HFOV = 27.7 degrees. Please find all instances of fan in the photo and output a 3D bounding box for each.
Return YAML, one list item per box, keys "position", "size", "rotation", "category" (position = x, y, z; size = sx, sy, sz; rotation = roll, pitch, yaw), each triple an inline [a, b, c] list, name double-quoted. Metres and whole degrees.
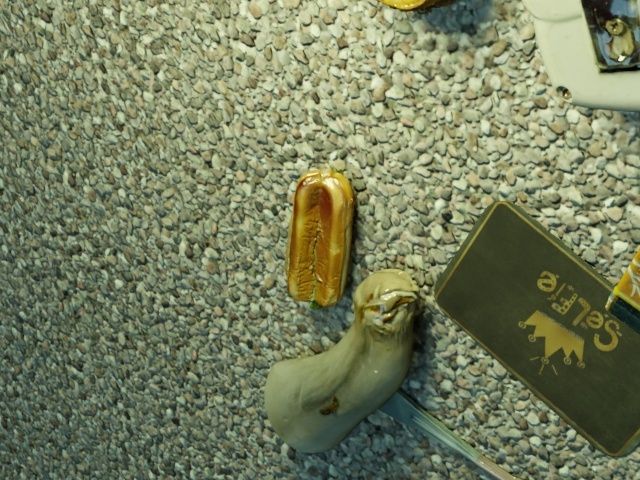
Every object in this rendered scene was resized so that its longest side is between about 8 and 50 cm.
- position: [0.203, 0.310, 2.035]
  size: [0.282, 0.023, 0.057]
  rotation: [30, 120, 23]
  category: "fan"

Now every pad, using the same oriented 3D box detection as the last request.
- position: [0.335, 0.116, 1.799]
  size: [0.375, 0.063, 0.315]
  rotation: [41, 131, 14]
  category: "pad"

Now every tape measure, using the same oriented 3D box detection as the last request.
- position: [0.372, -0.279, 1.506]
  size: [0.258, 0.130, 0.265]
  rotation: [-6, 112, 35]
  category: "tape measure"

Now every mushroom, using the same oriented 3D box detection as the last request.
- position: [0.046, 0.193, 2.033]
  size: [0.397, 0.126, 0.177]
  rotation: [-44, 68, 45]
  category: "mushroom"

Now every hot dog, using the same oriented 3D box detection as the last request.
- position: [0.000, 0.000, 2.006]
  size: [0.104, 0.076, 0.250]
  rotation: [11, 124, 13]
  category: "hot dog"

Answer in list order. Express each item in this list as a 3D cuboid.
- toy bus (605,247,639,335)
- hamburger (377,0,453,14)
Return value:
- position: [0.460, 0.011, 1.496]
  size: [0.138, 0.275, 0.167]
  rotation: [37, 134, 19]
  category: "toy bus"
- position: [0.122, -0.383, 1.669]
  size: [0.191, 0.118, 0.182]
  rotation: [50, 137, 11]
  category: "hamburger"
